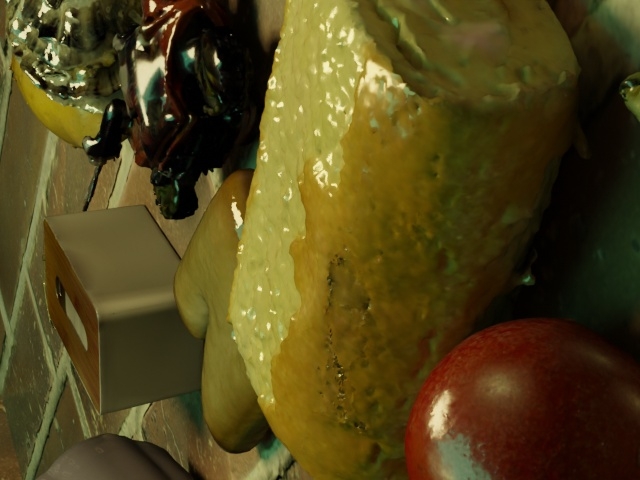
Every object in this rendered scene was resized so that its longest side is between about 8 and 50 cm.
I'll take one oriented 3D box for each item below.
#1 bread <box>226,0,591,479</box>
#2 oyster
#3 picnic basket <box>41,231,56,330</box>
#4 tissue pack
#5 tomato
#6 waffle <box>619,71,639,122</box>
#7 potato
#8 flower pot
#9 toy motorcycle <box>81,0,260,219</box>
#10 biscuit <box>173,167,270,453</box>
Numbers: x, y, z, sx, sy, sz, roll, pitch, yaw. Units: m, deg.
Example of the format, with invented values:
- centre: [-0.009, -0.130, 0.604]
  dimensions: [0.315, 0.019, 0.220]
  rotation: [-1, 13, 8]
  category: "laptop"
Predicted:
- centre: [0.052, -0.016, 0.914]
  dimensions: [0.236, 0.165, 0.375]
  rotation: [-119, 30, -42]
  category: "bread"
- centre: [-0.274, -0.315, 1.531]
  dimensions: [0.158, 0.162, 0.350]
  rotation: [155, 114, -70]
  category: "oyster"
- centre: [-0.328, 0.052, 1.898]
  dimensions: [0.079, 0.115, 0.164]
  rotation: [57, 149, 38]
  category: "picnic basket"
- centre: [-0.251, 0.080, 1.706]
  dimensions: [0.246, 0.136, 0.159]
  rotation: [-132, 38, -50]
  category: "tissue pack"
- centre: [0.133, 0.123, 0.819]
  dimensions: [0.167, 0.167, 0.167]
  rotation: [170, 90, -67]
  category: "tomato"
- centre: [0.229, -0.054, 0.626]
  dimensions: [0.208, 0.054, 0.214]
  rotation: [122, 136, -53]
  category: "waffle"
- centre: [-0.299, -0.209, 1.685]
  dimensions: [0.300, 0.140, 0.172]
  rotation: [37, 121, 51]
  category: "potato"
- centre: [-0.214, 0.399, 1.657]
  dimensions: [0.243, 0.265, 0.265]
  rotation: [20, 119, 48]
  category: "flower pot"
- centre: [-0.164, -0.133, 1.414]
  dimensions: [0.401, 0.134, 0.207]
  rotation: [121, 135, -55]
  category: "toy motorcycle"
- centre: [-0.087, 0.083, 1.421]
  dimensions: [0.290, 0.062, 0.236]
  rotation: [129, 127, -59]
  category: "biscuit"
